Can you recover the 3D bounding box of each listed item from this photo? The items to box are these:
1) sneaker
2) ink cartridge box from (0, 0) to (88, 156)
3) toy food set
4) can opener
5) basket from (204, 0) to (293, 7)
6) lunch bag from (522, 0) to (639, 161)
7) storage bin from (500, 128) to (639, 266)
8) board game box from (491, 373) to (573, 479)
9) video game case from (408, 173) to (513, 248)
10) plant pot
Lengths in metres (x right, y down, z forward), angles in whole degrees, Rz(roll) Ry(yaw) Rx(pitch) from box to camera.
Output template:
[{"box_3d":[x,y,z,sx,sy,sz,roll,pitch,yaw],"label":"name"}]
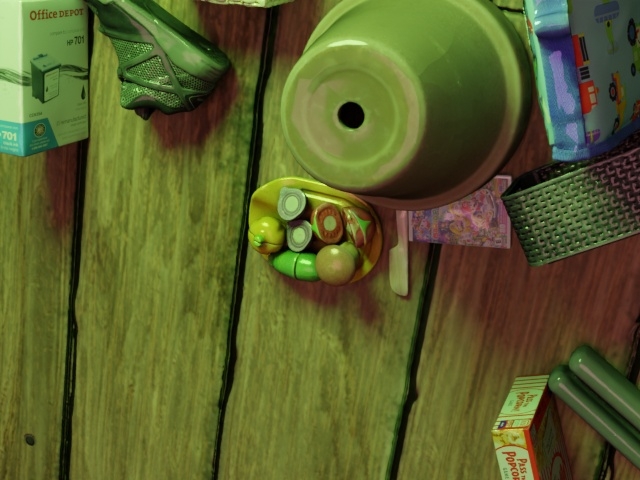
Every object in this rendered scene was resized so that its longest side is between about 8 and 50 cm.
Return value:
[{"box_3d":[-0.234,-0.234,1.206,0.228,0.087,0.130,38,110,1],"label":"sneaker"},{"box_3d":[-0.362,-0.214,1.235,0.082,0.140,0.190,13,111,19],"label":"ink cartridge box"},{"box_3d":[0.000,0.000,1.194,0.218,0.071,0.128,13,111,18],"label":"toy food set"},{"box_3d":[0.378,0.236,1.110,0.280,0.093,0.074,45,118,9],"label":"can opener"},{"box_3d":[-0.108,-0.324,1.111,0.167,0.113,0.103,10,112,20],"label":"basket"},{"box_3d":[0.241,-0.205,0.904,0.138,0.293,0.220,-5,104,23],"label":"lunch bag"},{"box_3d":[0.293,-0.050,1.028,0.180,0.122,0.084,-22,97,27],"label":"storage bin"},{"box_3d":[0.251,0.273,1.137,0.045,0.147,0.193,-9,104,25],"label":"board game box"},{"box_3d":[0.162,-0.037,1.149,0.122,0.011,0.087,5,108,21],"label":"video game case"},{"box_3d":[0.072,-0.141,1.025,0.263,0.229,0.262,5,106,20],"label":"plant pot"}]
